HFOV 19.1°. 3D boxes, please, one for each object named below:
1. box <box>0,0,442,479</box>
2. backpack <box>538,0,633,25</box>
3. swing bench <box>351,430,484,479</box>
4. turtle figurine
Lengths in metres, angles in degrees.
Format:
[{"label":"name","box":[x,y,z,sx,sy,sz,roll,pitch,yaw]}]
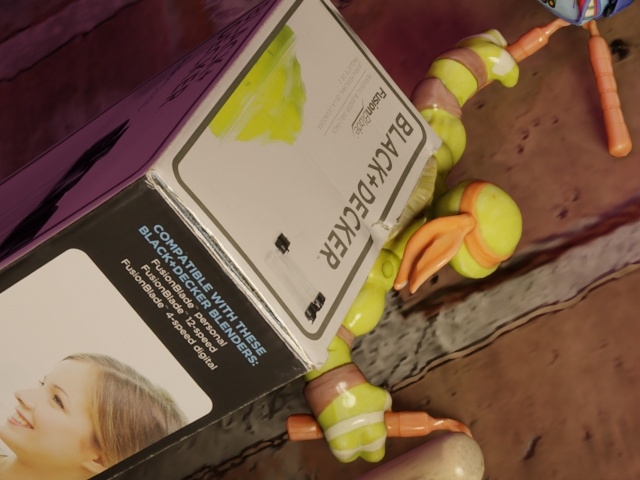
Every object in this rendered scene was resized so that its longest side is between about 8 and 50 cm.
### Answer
[{"label":"box","box":[-0.106,0.031,0.726,0.290,0.087,0.169,-30,16,32]},{"label":"backpack","box":[0.142,-0.197,0.842,0.173,0.117,0.158,-33,49,-19]},{"label":"swing bench","box":[-0.054,0.221,0.584,0.254,0.165,0.253,-14,36,27]},{"label":"turtle figurine","box":[0.000,0.000,0.814,0.217,0.087,0.270,2,59,37]}]
